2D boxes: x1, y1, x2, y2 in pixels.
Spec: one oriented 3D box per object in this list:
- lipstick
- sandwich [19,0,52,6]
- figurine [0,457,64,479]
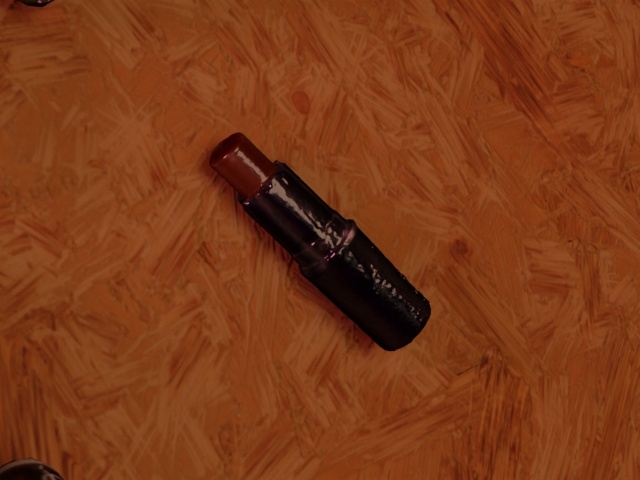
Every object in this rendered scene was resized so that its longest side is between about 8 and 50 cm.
[{"bbox_3d":[0.000,0.000,1.464,0.300,0.081,0.081,46,54,-19],"label":"lipstick"},{"bbox_3d":[-0.309,-0.374,1.263,0.301,0.250,0.162,19,24,-26],"label":"sandwich"},{"bbox_3d":[-0.326,0.245,1.052,0.323,0.196,0.320,37,58,-39],"label":"figurine"}]
